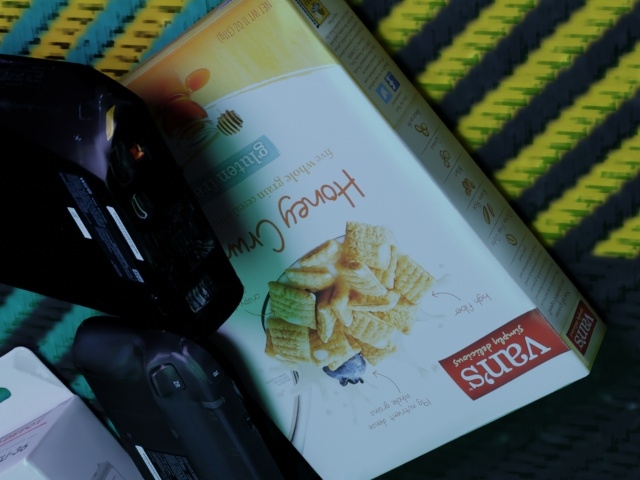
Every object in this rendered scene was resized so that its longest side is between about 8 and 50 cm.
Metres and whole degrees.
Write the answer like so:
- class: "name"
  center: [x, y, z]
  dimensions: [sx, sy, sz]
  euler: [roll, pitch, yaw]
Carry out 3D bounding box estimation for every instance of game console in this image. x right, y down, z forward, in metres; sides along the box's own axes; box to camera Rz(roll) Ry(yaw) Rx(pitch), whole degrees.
- class: "game console"
  center: [-0.099, 0.056, 0.900]
  dimensions: [0.213, 0.044, 0.361]
  euler: [13, 138, 45]

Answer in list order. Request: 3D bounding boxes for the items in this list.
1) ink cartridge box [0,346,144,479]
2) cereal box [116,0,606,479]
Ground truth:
- class: "ink cartridge box"
  center: [-0.153, 0.168, 1.009]
  dimensions: [0.115, 0.067, 0.198]
  euler: [-30, 105, 34]
- class: "cereal box"
  center: [0.000, 0.000, 0.854]
  dimensions: [0.173, 0.047, 0.240]
  euler: [-32, 105, 36]
